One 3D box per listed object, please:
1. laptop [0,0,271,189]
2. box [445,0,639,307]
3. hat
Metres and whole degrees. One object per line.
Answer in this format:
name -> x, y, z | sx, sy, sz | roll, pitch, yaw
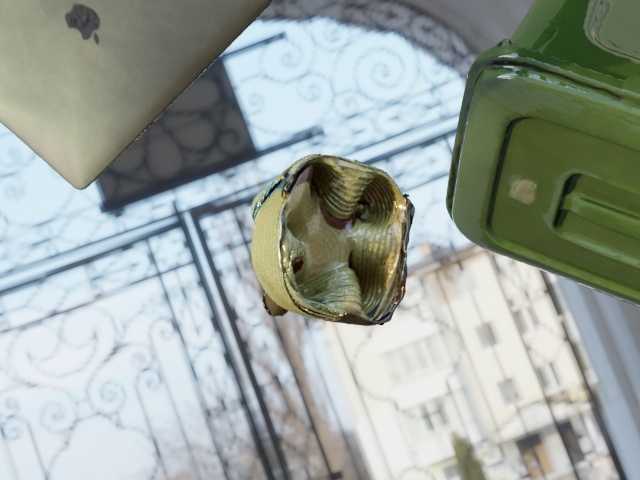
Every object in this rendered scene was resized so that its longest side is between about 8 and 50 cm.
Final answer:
laptop -> -0.181, -0.173, 1.070 | 0.269, 0.187, 0.015 | -40, 12, 33
box -> 0.279, -0.072, 1.073 | 0.329, 0.178, 0.253 | 20, -29, 10
hat -> 0.001, 0.000, 0.658 | 0.076, 0.077, 0.059 | 14, -9, -33
